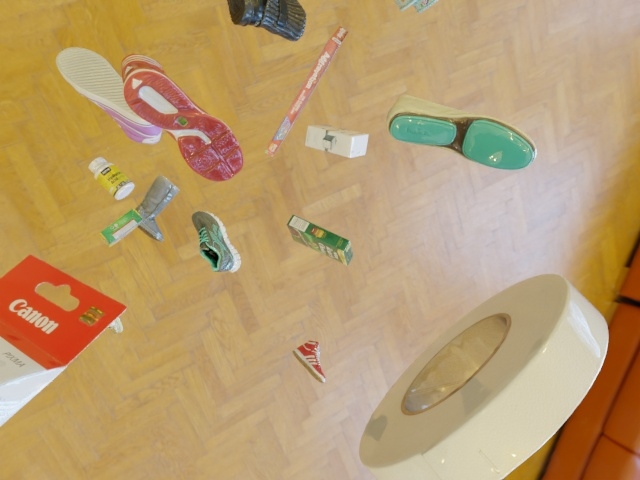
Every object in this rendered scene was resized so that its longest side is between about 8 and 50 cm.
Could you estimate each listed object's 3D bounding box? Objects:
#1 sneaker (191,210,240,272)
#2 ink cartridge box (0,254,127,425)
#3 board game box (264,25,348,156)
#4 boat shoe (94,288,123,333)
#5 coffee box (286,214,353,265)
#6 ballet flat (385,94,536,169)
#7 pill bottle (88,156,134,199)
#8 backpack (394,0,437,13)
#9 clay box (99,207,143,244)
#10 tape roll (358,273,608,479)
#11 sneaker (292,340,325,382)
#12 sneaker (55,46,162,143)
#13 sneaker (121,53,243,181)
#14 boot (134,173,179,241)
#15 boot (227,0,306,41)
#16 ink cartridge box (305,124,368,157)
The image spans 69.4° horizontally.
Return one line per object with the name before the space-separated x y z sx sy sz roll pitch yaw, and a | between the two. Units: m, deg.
sneaker | -0.248 0.003 1.048 0.065 0.076 0.166 -41 79 27
ink cartridge box | -0.569 0.163 0.744 0.385 0.308 0.091 -49 147 -37
board game box | -0.033 -0.323 1.014 0.027 0.145 0.281 32 125 -9
boat shoe | -0.587 0.200 1.244 0.048 0.056 0.152 -50 139 -41
coffee box | 0.000 0.000 1.286 0.040 0.184 0.113 -59 162 -17
ballet flat | 0.233 -0.186 0.768 0.249 0.086 0.086 17 93 0
pill bottle | -0.583 -0.174 1.286 0.116 0.065 0.065 44 80 -3
backpack | 0.373 -0.962 1.702 0.253 0.225 0.191 -46 110 -15
clay box | -0.660 -0.038 1.529 0.127 0.222 0.053 -43 103 -21
tape roll | 0.215 0.201 0.665 0.392 0.392 0.072 -41 84 -12
sneaker | -0.010 0.300 1.165 0.067 0.118 0.042 -33 143 -23
sneaker | -0.515 -0.338 1.139 0.282 0.161 0.102 38 66 -1
sneaker | -0.201 -0.190 0.688 0.087 0.128 0.221 -33 141 4
boot | -0.615 -0.120 1.773 0.208 0.076 0.189 -61 144 -24
boot | -0.192 -0.867 1.581 0.260 0.131 0.347 -7 90 -38
ink cartridge box | 0.062 -0.373 1.722 0.140 0.191 0.082 -26 129 -56
